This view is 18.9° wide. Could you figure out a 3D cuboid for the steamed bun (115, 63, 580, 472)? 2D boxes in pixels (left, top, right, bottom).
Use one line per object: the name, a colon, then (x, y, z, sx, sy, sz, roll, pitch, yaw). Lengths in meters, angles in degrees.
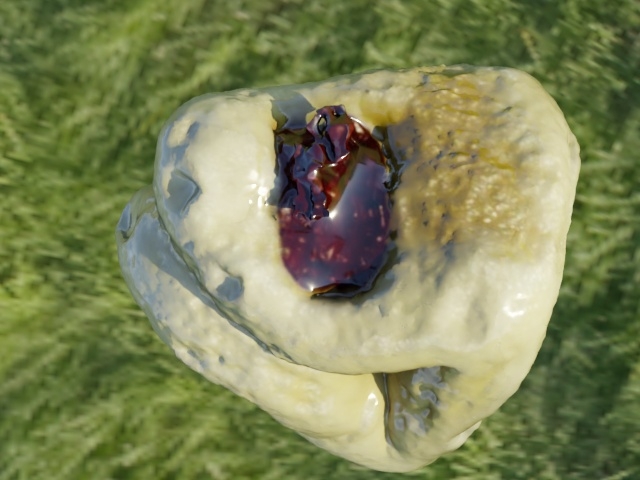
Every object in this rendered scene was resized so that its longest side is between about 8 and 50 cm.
steamed bun: (0.000, 0.000, 0.768, 0.172, 0.155, 0.140, 130, 152, -57)
